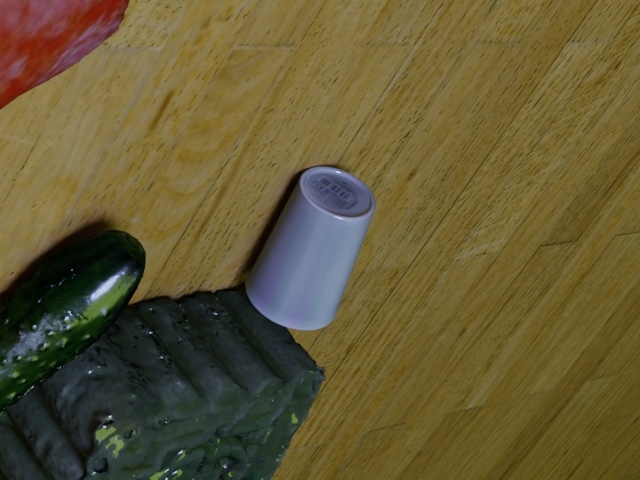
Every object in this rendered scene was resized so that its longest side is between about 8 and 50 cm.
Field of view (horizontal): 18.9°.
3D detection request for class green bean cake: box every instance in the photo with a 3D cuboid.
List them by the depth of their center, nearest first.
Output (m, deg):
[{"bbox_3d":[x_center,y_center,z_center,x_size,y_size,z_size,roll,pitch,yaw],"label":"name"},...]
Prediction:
[{"bbox_3d":[-0.139,0.162,1.478,0.255,0.132,0.241,-5,135,-48],"label":"green bean cake"}]

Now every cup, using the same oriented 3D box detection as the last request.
[{"bbox_3d":[0.000,0.000,1.472,0.104,0.074,0.116,-44,162,-53],"label":"cup"}]

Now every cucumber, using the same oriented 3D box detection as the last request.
[{"bbox_3d":[-0.209,0.074,1.319,0.227,0.069,0.069,-40,154,10],"label":"cucumber"}]

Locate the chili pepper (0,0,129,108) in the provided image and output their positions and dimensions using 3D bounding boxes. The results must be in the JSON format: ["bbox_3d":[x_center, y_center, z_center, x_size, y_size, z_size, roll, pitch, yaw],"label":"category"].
[{"bbox_3d":[-0.217,-0.098,0.849,0.305,0.229,0.251,-31,168,-22],"label":"chili pepper"}]
